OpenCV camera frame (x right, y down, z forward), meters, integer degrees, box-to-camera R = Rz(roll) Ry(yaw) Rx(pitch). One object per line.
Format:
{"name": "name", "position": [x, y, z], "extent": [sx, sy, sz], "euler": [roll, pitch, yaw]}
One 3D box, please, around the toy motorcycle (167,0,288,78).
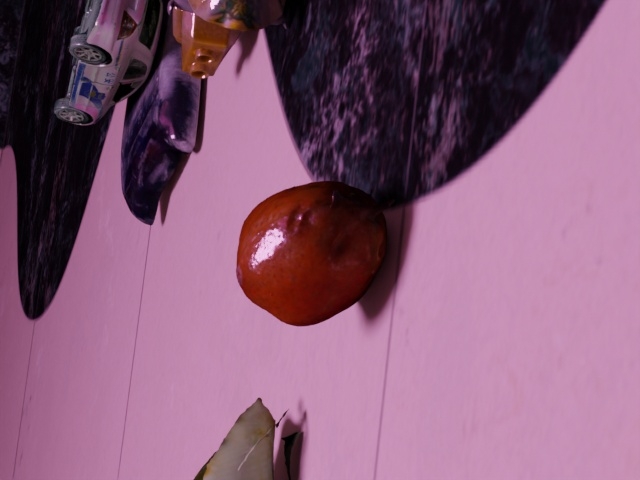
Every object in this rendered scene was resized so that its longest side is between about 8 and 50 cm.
{"name": "toy motorcycle", "position": [-0.074, -0.186, 1.185], "extent": [0.229, 0.094, 0.130], "euler": [127, 146, -65]}

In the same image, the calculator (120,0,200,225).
{"name": "calculator", "position": [-0.142, -0.159, 1.478], "extent": [0.177, 0.040, 0.268], "euler": [125, 153, -50]}

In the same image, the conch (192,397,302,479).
{"name": "conch", "position": [-0.064, 0.182, 0.992], "extent": [0.105, 0.079, 0.170], "euler": [-7, 62, 47]}

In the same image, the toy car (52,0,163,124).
{"name": "toy car", "position": [-0.187, -0.174, 1.433], "extent": [0.224, 0.076, 0.090], "euler": [127, 153, -66]}

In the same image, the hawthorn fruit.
{"name": "hawthorn fruit", "position": [0.000, 0.000, 0.890], "extent": [0.093, 0.081, 0.081], "euler": [-49, 35, 44]}
